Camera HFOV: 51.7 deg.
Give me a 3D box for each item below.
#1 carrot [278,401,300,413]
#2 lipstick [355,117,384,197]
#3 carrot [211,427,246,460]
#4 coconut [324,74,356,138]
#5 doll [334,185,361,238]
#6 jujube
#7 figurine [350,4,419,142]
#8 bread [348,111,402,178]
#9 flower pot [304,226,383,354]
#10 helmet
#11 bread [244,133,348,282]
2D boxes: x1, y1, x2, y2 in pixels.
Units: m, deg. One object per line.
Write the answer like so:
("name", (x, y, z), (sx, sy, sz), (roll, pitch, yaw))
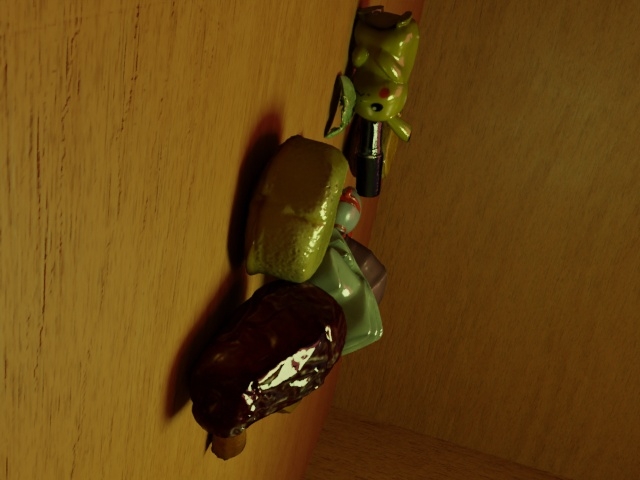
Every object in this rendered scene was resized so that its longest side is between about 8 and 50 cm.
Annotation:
("carrot", (-0.074, 0.287, 1.684), (0.114, 0.114, 0.302), (87, 17, -63))
("lipstick", (0.145, -0.266, 1.919), (0.081, 0.081, 0.300), (-62, 156, -56))
("carrot", (-0.172, 0.325, 1.273), (0.072, 0.072, 0.205), (-59, 160, -60))
("coconut", (0.058, -0.332, 1.648), (0.133, 0.055, 0.158), (-56, 161, -60))
("doll", (0.057, -0.054, 1.986), (0.336, 0.105, 0.200), (105, 5, -60))
("jujube", (-0.092, 0.197, 1.131), (0.342, 0.216, 0.216), (-40, 146, -55))
("figurine", (0.153, -0.434, 1.708), (0.169, 0.218, 0.327), (-17, 127, -46))
("bread", (0.169, -0.318, 2.074), (0.195, 0.142, 0.270), (76, 28, -66))
("flower pot", (0.028, 0.118, 1.486), (0.367, 0.164, 0.254), (-97, 164, -78))
("helmet", (0.072, 0.155, 1.883), (0.271, 0.197, 0.338), (-43, 157, -47))
("bread", (-0.047, -0.054, 1.165), (0.270, 0.148, 0.270), (18, 90, -84))
